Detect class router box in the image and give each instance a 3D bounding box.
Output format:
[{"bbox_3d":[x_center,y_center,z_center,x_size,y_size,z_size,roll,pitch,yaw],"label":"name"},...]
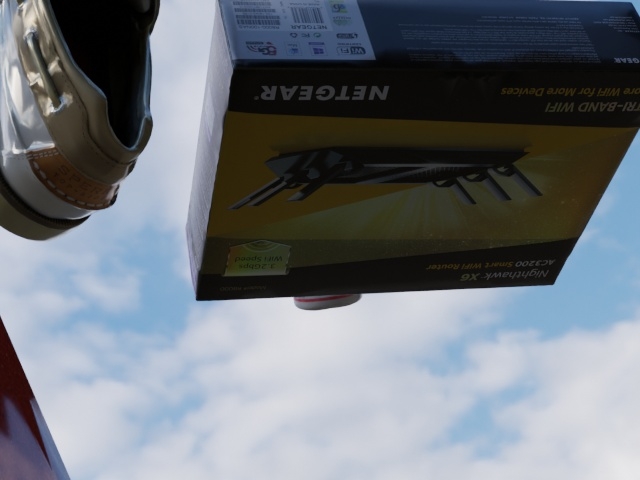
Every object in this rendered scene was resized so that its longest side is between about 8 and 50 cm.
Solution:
[{"bbox_3d":[0.064,-0.062,0.825,0.308,0.081,0.243,-2,-39,-14],"label":"router box"}]

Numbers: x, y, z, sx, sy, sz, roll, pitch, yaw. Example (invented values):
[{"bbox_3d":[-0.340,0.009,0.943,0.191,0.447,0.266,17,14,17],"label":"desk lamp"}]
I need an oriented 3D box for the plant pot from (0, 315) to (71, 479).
[{"bbox_3d":[-0.232,0.117,0.300,0.267,0.267,0.236,-21,6,5],"label":"plant pot"}]

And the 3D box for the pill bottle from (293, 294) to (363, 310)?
[{"bbox_3d":[0.000,0.000,1.361,0.087,0.160,0.087,-8,8,1],"label":"pill bottle"}]

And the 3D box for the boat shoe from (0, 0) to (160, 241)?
[{"bbox_3d":[-0.149,-0.153,0.686,0.103,0.302,0.113,-26,-28,34],"label":"boat shoe"}]
